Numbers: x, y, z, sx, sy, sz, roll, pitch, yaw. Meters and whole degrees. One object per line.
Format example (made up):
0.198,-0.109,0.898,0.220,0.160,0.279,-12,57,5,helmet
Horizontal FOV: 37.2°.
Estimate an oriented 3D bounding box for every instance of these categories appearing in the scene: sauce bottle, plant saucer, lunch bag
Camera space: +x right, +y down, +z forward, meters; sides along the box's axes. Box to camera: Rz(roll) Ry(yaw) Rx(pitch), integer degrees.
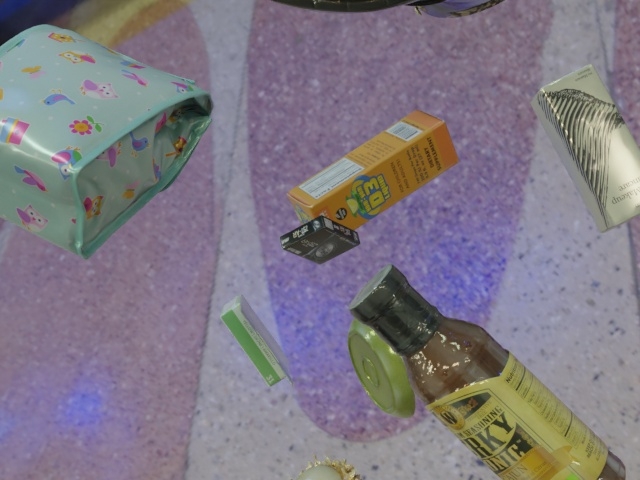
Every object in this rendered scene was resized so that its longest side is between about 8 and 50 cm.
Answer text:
0.175,0.167,1.035,0.111,0.344,0.111,-47,2,3,sauce bottle
0.117,0.266,1.970,0.037,0.241,0.241,-24,38,-19,plant saucer
-0.277,-0.133,1.093,0.223,0.160,0.262,24,45,16,lunch bag

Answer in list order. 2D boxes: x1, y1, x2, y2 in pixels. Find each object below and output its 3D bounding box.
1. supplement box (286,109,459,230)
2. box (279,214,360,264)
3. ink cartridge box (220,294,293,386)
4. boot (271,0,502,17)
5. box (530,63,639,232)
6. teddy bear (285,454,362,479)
0.074,-0.087,1.325,0.233,0.078,0.080,-33,32,-12,supplement box
0.000,0.000,1.193,0.067,0.083,0.018,-27,61,26,box
-0.122,0.197,1.801,0.056,0.171,0.235,-35,6,1,ink cartridge box
0.105,-0.336,1.141,0.377,0.284,0.138,-10,95,4,boot
0.486,-0.160,1.675,0.113,0.094,0.275,-27,82,-3,box
-0.025,0.336,0.760,0.245,0.113,0.338,27,102,61,teddy bear
